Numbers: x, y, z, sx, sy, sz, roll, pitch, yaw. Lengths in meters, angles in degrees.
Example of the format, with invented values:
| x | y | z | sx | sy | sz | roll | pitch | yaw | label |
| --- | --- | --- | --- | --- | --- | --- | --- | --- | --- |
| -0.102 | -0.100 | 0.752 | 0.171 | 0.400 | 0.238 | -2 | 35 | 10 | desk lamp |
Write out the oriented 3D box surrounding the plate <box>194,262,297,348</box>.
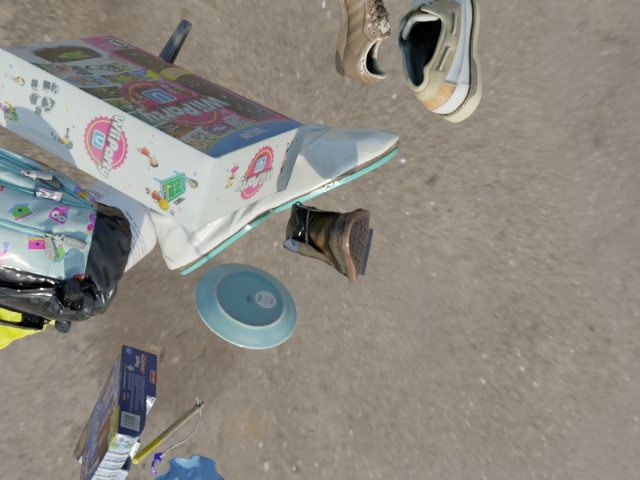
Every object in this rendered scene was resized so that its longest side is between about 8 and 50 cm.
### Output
| x | y | z | sx | sy | sz | roll | pitch | yaw | label |
| --- | --- | --- | --- | --- | --- | --- | --- | --- | --- |
| -0.125 | 0.106 | 1.673 | 0.188 | 0.188 | 0.024 | 25 | 131 | -3 | plate |

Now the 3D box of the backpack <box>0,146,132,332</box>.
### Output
| x | y | z | sx | sy | sz | roll | pitch | yaw | label |
| --- | --- | --- | --- | --- | --- | --- | --- | --- | --- |
| -0.238 | -0.008 | 0.694 | 0.182 | 0.152 | 0.115 | 21 | 67 | -20 | backpack |

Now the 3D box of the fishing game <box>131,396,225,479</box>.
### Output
| x | y | z | sx | sy | sz | roll | pitch | yaw | label |
| --- | --- | --- | --- | --- | --- | --- | --- | --- | --- |
| -0.151 | 0.316 | 1.005 | 0.041 | 0.189 | 0.264 | 0 | 110 | 24 | fishing game |

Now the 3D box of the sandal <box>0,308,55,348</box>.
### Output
| x | y | z | sx | sy | sz | roll | pitch | yaw | label |
| --- | --- | --- | --- | --- | --- | --- | --- | --- | --- |
| -0.387 | 0.079 | 1.070 | 0.317 | 0.138 | 0.126 | -27 | 113 | 14 | sandal |

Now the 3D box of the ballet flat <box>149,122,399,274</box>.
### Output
| x | y | z | sx | sy | sz | roll | pitch | yaw | label |
| --- | --- | --- | --- | --- | --- | --- | --- | --- | --- |
| -0.085 | -0.085 | 1.344 | 0.400 | 0.139 | 0.139 | -28 | 95 | 24 | ballet flat |

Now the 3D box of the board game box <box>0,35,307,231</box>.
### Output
| x | y | z | sx | sy | sz | roll | pitch | yaw | label |
| --- | --- | --- | --- | --- | --- | --- | --- | --- | --- |
| -0.202 | -0.139 | 1.140 | 0.303 | 0.224 | 0.097 | 28 | 115 | 16 | board game box |

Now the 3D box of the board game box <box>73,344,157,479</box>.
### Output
| x | y | z | sx | sy | sz | roll | pitch | yaw | label |
| --- | --- | --- | --- | --- | --- | --- | --- | --- | --- |
| -0.307 | 0.290 | 1.418 | 0.060 | 0.194 | 0.194 | 21 | 118 | -20 | board game box |

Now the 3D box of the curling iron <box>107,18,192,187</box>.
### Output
| x | y | z | sx | sy | sz | roll | pitch | yaw | label |
| --- | --- | --- | --- | --- | --- | --- | --- | --- | --- |
| -0.257 | -0.202 | 1.422 | 0.035 | 0.068 | 0.274 | 34 | 107 | 26 | curling iron |

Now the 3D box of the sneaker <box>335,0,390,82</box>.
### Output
| x | y | z | sx | sy | sz | roll | pitch | yaw | label |
| --- | --- | --- | --- | --- | --- | --- | --- | --- | --- |
| 0.066 | -0.300 | 1.273 | 0.071 | 0.066 | 0.188 | 21 | 129 | 25 | sneaker |

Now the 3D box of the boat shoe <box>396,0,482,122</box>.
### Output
| x | y | z | sx | sy | sz | roll | pitch | yaw | label |
| --- | --- | --- | --- | --- | --- | --- | --- | --- | --- |
| 0.181 | -0.330 | 1.505 | 0.103 | 0.302 | 0.113 | 22 | 137 | -34 | boat shoe |

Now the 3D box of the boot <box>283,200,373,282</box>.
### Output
| x | y | z | sx | sy | sz | roll | pitch | yaw | label |
| --- | --- | --- | --- | --- | --- | --- | --- | --- | --- |
| 0.000 | 0.000 | 1.079 | 0.106 | 0.219 | 0.082 | 11 | 84 | 7 | boot |

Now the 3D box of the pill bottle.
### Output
| x | y | z | sx | sy | sz | roll | pitch | yaw | label |
| --- | --- | --- | --- | --- | --- | --- | --- | --- | --- |
| -0.391 | -0.007 | 1.685 | 0.283 | 0.160 | 0.160 | -43 | 95 | -29 | pill bottle |
